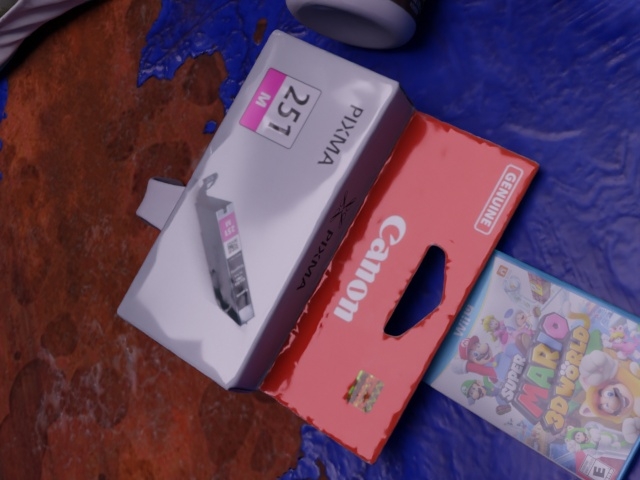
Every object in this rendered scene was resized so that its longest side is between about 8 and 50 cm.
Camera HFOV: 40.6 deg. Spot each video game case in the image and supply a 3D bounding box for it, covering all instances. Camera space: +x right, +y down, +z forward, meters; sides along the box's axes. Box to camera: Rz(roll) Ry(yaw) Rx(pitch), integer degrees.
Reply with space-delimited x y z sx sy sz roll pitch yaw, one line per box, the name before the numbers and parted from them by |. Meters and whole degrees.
video game case | 0.167 0.090 0.633 0.166 0.015 0.119 29 95 36

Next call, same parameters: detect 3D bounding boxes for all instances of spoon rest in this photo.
spoon rest | -0.074 -0.003 0.780 0.276 0.084 0.137 20 89 37

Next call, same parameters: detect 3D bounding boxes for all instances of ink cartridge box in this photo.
ink cartridge box | 0.000 0.000 0.687 0.239 0.060 0.275 29 89 25

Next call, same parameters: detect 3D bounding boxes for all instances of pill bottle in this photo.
pill bottle | 0.053 -0.284 0.748 0.117 0.117 0.215 14 86 36

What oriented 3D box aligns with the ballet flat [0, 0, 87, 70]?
ballet flat | -0.399 -0.300 1.052 0.400 0.139 0.139 -22 66 28
